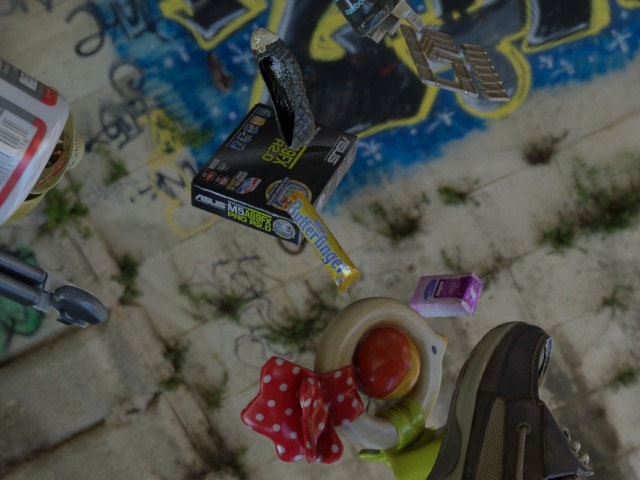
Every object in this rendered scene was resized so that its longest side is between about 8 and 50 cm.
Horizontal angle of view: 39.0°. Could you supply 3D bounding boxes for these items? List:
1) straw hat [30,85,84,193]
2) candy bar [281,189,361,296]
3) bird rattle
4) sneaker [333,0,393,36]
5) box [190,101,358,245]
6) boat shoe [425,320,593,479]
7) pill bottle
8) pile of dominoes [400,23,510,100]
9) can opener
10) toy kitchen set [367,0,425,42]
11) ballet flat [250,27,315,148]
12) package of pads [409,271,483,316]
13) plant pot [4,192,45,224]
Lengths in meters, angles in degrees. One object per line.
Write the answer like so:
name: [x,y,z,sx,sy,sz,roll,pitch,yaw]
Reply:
straw hat: [-0.337,-0.121,1.152,0.145,0.144,0.061,-18,164,33]
candy bar: [0.000,0.000,1.142,0.018,0.161,0.040,9,129,-50]
bird rattle: [0.048,0.161,0.980,0.143,0.254,0.206,-21,-133,59]
sneaker: [0.072,-0.444,1.556,0.101,0.106,0.267,-41,-160,23]
box: [-0.079,-0.129,1.653,0.216,0.060,0.270,20,-133,13]
boat shoe: [0.163,0.214,0.784,0.130,0.132,0.355,12,-137,20]
pill bottle: [-0.411,-0.144,0.891,0.161,0.283,0.161,-42,-150,32]
pile of dominoes: [0.254,-0.333,1.759,0.251,0.196,0.040,-99,-152,-51]
can opener: [-0.494,0.069,1.549,0.093,0.280,0.074,-28,-134,39]
toy kitchen set: [0.137,-0.366,1.573,0.083,0.075,0.068,-51,-141,7]
ballet flat: [-0.052,-0.209,1.243,0.057,0.173,0.049,-12,-160,35]
package of pads: [0.151,0.067,1.092,0.083,0.032,0.050,-6,-130,42]
plant pot: [-0.519,-0.081,1.477,0.134,0.134,0.095,-44,170,-50]
